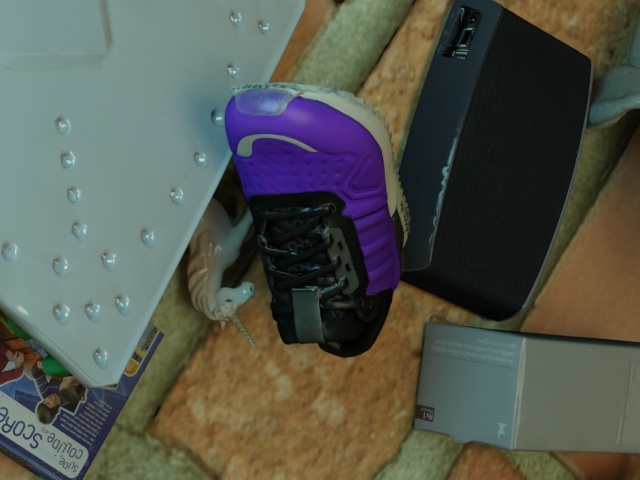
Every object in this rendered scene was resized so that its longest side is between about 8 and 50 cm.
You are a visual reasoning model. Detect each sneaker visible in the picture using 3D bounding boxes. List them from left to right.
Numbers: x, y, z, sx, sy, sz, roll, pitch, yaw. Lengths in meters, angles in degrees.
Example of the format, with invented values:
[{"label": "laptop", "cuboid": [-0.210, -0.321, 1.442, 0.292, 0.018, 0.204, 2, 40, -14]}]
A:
[{"label": "sneaker", "cuboid": [0.001, 0.000, 1.252, 0.293, 0.102, 0.146, 57, 40, -59]}]

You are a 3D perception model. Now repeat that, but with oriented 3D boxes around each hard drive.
[{"label": "hard drive", "cuboid": [0.151, -0.070, 1.482, 0.172, 0.054, 0.254, 24, 78, -38]}]

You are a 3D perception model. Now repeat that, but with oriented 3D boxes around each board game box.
[{"label": "board game box", "cuboid": [-0.218, 0.070, 1.206, 0.201, 0.035, 0.136, 41, 68, -33]}, {"label": "board game box", "cuboid": [-0.200, -0.165, 1.131, 0.390, 0.050, 0.390, 48, 49, -31]}]

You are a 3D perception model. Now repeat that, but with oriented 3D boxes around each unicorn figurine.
[{"label": "unicorn figurine", "cuboid": [-0.078, -0.012, 1.306, 0.162, 0.060, 0.111, 50, 63, -12]}]

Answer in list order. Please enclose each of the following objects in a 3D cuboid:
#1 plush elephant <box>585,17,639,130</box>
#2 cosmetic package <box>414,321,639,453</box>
[{"label": "plush elephant", "cuboid": [0.387, -0.135, 1.564, 0.272, 0.255, 0.330, -43, 126, -18]}, {"label": "cosmetic package", "cuboid": [0.210, 0.131, 1.501, 0.238, 0.127, 0.107, 11, 87, -41]}]
